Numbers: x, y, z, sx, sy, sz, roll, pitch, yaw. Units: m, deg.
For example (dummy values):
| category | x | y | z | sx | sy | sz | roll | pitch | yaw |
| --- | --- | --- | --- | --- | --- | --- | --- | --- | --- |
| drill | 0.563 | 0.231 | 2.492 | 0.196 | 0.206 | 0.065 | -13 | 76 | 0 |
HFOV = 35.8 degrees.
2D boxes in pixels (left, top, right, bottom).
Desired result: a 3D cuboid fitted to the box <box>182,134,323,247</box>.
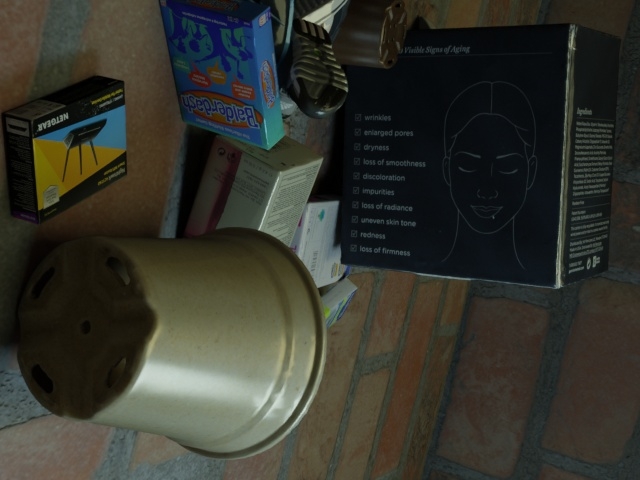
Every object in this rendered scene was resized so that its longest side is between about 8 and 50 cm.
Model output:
| category | x | y | z | sx | sy | sz | roll | pitch | yaw |
| --- | --- | --- | --- | --- | --- | --- | --- | --- | --- |
| box | -0.113 | -0.048 | 1.554 | 0.148 | 0.126 | 0.232 | -26 | 142 | -60 |

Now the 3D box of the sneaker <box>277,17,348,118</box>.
| category | x | y | z | sx | sy | sz | roll | pitch | yaw |
| --- | --- | --- | --- | --- | --- | --- | --- | --- | --- |
| sneaker | -0.028 | -0.212 | 1.434 | 0.132 | 0.086 | 0.229 | -57 | -157 | 34 |

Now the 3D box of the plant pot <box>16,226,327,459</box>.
| category | x | y | z | sx | sy | sz | roll | pitch | yaw |
| --- | --- | --- | --- | --- | --- | --- | --- | --- | --- |
| plant pot | -0.210 | 0.125 | 1.296 | 0.305 | 0.333 | 0.334 | 15 | 90 | -58 |

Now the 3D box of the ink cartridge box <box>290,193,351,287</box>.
| category | x | y | z | sx | sy | sz | roll | pitch | yaw |
| --- | --- | --- | --- | --- | --- | --- | --- | --- | --- |
| ink cartridge box | 0.000 | 0.000 | 2.029 | 0.311 | 0.065 | 0.186 | -9 | 112 | -65 |

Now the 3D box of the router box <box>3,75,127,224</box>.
| category | x | y | z | sx | sy | sz | roll | pitch | yaw |
| --- | --- | --- | --- | --- | --- | --- | --- | --- | --- |
| router box | -0.306 | -0.115 | 1.211 | 0.179 | 0.046 | 0.133 | -42 | 142 | -55 |

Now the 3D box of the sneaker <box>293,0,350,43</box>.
| category | x | y | z | sx | sy | sz | roll | pitch | yaw |
| --- | --- | --- | --- | --- | --- | --- | --- | --- | --- |
| sneaker | -0.047 | -0.326 | 1.614 | 0.321 | 0.126 | 0.127 | -50 | 144 | -26 |

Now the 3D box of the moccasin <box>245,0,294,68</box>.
| category | x | y | z | sx | sy | sz | roll | pitch | yaw |
| --- | --- | --- | --- | --- | --- | --- | --- | --- | --- |
| moccasin | -0.122 | -0.409 | 1.393 | 0.116 | 0.137 | 0.342 | -12 | 98 | -39 |

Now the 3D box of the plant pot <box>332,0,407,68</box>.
| category | x | y | z | sx | sy | sz | roll | pitch | yaw |
| --- | --- | --- | --- | --- | --- | --- | --- | --- | --- |
| plant pot | 0.058 | -0.383 | 1.778 | 0.167 | 0.165 | 0.167 | -49 | 148 | -47 |

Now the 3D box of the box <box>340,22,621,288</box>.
| category | x | y | z | sx | sy | sz | roll | pitch | yaw |
| --- | --- | --- | --- | --- | --- | --- | --- | --- | --- |
| box | 0.311 | -0.174 | 1.967 | 0.297 | 0.479 | 0.472 | -10 | 103 | -56 |

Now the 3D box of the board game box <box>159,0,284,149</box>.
| category | x | y | z | sx | sy | sz | roll | pitch | yaw |
| --- | --- | --- | --- | --- | --- | --- | --- | --- | --- |
| board game box | -0.136 | -0.242 | 1.391 | 0.047 | 0.160 | 0.210 | -49 | 146 | -37 |

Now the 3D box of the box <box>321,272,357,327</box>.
| category | x | y | z | sx | sy | sz | roll | pitch | yaw |
| --- | --- | --- | --- | --- | --- | --- | --- | --- | --- |
| box | 0.010 | 0.152 | 2.098 | 0.178 | 0.042 | 0.109 | -36 | 160 | -45 |

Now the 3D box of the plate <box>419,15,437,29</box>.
| category | x | y | z | sx | sy | sz | roll | pitch | yaw |
| --- | --- | --- | --- | --- | --- | --- | --- | --- | --- |
| plate | 0.292 | -0.349 | 2.322 | 0.277 | 0.045 | 0.278 | -113 | -165 | -50 |
